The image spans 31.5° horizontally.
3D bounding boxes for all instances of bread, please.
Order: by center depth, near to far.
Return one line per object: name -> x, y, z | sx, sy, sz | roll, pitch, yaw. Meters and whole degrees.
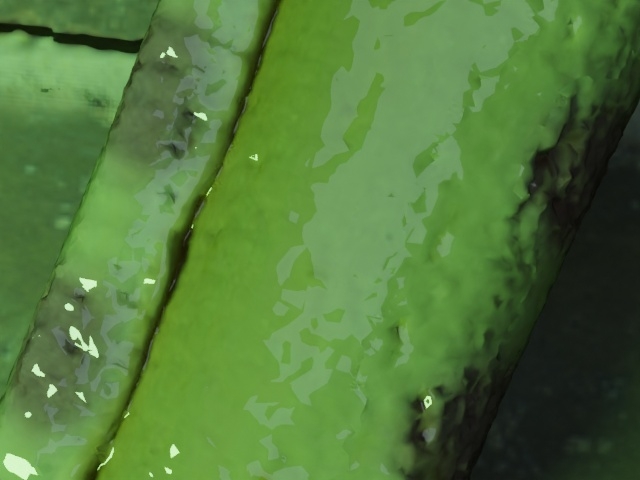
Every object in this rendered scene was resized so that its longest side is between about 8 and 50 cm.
bread -> 0.000, 0.000, 0.450 | 0.187, 0.155, 0.338 | 23, 97, 5
